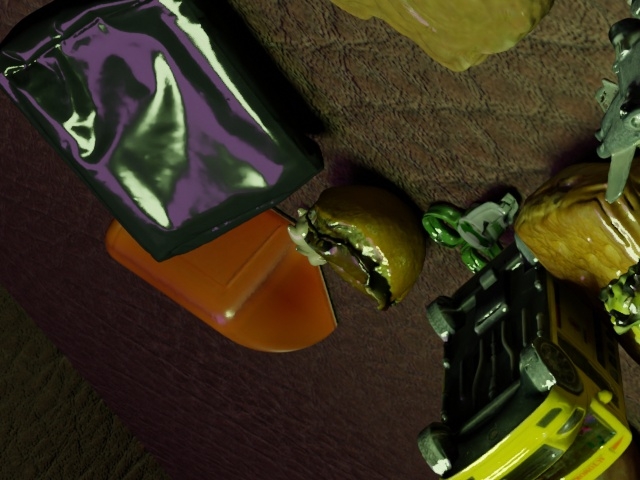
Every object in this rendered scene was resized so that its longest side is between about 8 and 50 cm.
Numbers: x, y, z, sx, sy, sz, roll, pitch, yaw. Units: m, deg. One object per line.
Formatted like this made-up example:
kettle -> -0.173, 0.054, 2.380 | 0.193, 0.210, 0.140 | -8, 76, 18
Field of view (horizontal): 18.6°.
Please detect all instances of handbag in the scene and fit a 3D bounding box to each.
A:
handbag -> -0.153, -0.161, 2.067 | 0.275, 0.178, 0.302 | -28, 114, 25

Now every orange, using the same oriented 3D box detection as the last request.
orange -> 0.052, 0.001, 2.066 | 0.160, 0.112, 0.170 | 44, -171, -43

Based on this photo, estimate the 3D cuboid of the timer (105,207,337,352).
timer -> -0.116, 0.029, 2.492 | 0.257, 0.161, 0.250 | 33, 175, 26

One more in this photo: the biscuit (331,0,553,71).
biscuit -> 0.061, -0.250, 1.579 | 0.269, 0.051, 0.376 | 46, 162, -7

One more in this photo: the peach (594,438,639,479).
peach -> 0.243, 0.261, 2.156 | 0.214, 0.214, 0.235 | 44, 179, -4

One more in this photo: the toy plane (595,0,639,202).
toy plane -> 0.254, -0.133, 1.333 | 0.088, 0.192, 0.262 | 6, 147, -15

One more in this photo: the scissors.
scissors -> 0.158, -0.015, 1.942 | 0.101, 0.027, 0.204 | 38, 164, 2

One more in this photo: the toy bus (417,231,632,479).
toy bus -> 0.189, 0.121, 1.751 | 0.152, 0.144, 0.330 | 41, -156, -16

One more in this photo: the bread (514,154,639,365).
bread -> 0.280, 0.015, 1.657 | 0.210, 0.099, 0.235 | 45, 167, -3

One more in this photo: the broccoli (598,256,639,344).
broccoli -> 0.338, 0.035, 1.382 | 0.180, 0.242, 0.273 | 56, -169, 11

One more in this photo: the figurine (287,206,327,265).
figurine -> 0.000, 0.000, 2.282 | 0.051, 0.047, 0.083 | 12, 151, 39
